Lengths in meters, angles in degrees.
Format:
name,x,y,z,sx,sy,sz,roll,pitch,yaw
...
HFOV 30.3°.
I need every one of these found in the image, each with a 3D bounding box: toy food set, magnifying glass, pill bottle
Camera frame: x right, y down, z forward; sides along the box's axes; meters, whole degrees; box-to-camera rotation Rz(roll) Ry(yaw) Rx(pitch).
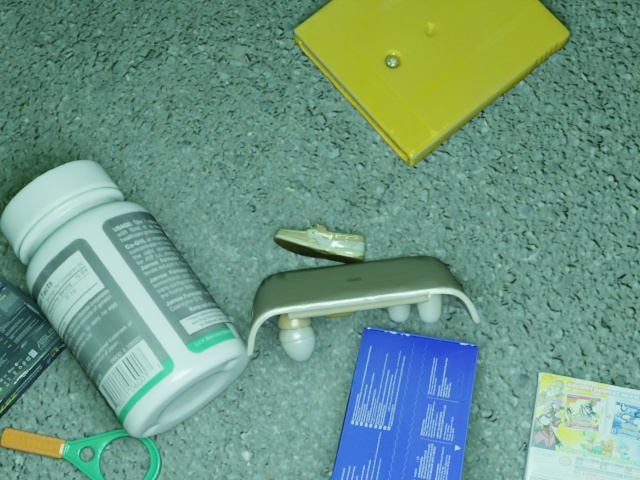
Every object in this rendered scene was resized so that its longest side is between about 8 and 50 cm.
name,x,y,z,sx,sy,sz,roll,pitch,yaw
toy food set,0.051,0.097,1.615,0.306,0.220,0.092,-7,101,0
magnifying glass,-0.338,0.301,1.668,0.231,0.026,0.092,11,74,4
pill bottle,-0.277,0.075,1.637,0.204,0.204,0.361,-35,75,-7

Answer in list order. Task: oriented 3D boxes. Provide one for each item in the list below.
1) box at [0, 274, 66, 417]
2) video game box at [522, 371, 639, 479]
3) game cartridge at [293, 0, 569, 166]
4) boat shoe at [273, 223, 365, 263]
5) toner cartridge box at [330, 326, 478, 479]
name,x,y,z,sx,sy,sz,roll,pitch,yaw
box,-0.500,0.164,1.682,0.183,0.059,0.232,36,68,11
video game box,0.386,0.291,1.619,0.205,0.048,0.187,11,76,6
game cartridge,0.169,-0.312,1.815,0.324,0.052,0.285,-38,75,-11
boat shoe,0.000,0.000,1.729,0.135,0.050,0.045,13,71,-3
toner cartridge box,0.106,0.279,1.548,0.165,0.075,0.347,8,48,9
